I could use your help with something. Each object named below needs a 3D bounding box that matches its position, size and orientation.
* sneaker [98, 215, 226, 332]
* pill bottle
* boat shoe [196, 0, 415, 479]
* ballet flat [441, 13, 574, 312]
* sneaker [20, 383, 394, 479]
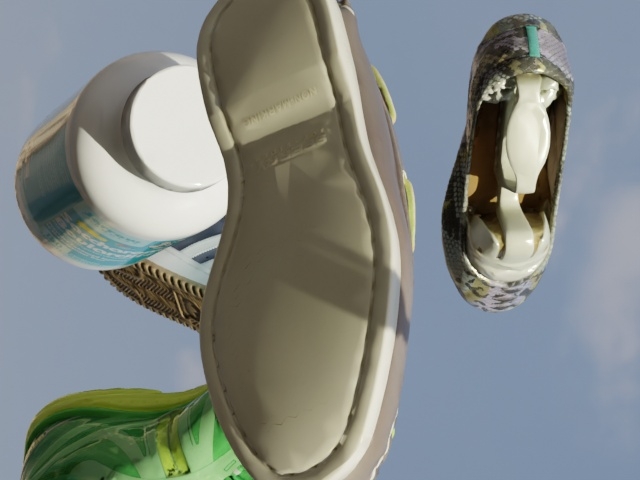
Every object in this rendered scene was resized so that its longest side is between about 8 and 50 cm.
[{"bbox_3d":[-0.049,0.020,1.688,0.282,0.153,0.099,27,-32,27],"label":"sneaker"},{"bbox_3d":[-0.143,-0.063,1.529,0.264,0.146,0.146,157,-68,-67],"label":"pill bottle"},{"bbox_3d":[0.000,0.000,1.051,0.117,0.097,0.324,-22,-127,19],"label":"boat shoe"},{"bbox_3d":[0.063,-0.017,0.651,0.041,0.041,0.114,-131,-143,-50],"label":"ballet flat"},{"bbox_3d":[-0.078,0.151,1.265,0.296,0.109,0.123,-16,-140,34],"label":"sneaker"}]
